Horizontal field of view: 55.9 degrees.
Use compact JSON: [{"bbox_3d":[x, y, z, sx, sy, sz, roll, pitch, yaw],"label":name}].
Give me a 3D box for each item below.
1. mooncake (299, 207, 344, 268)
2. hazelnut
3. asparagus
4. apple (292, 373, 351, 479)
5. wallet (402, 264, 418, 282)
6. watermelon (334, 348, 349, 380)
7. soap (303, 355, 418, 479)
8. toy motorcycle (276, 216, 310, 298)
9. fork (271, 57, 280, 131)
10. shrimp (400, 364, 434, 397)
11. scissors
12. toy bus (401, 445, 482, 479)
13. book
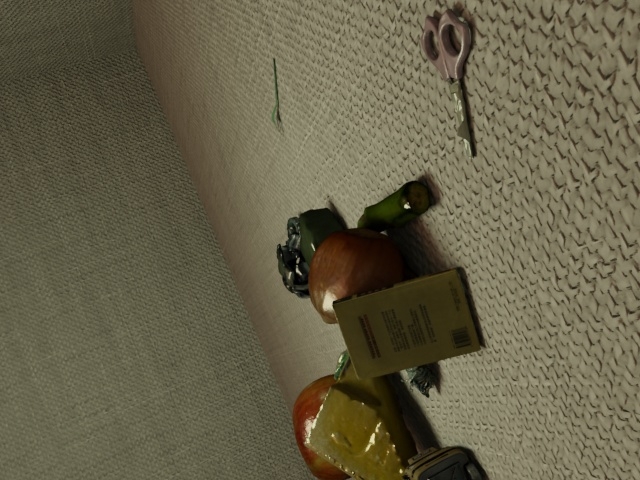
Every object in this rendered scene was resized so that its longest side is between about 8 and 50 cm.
[{"bbox_3d":[0.000,0.000,1.537,0.168,0.104,0.175,67,165,-5],"label":"mooncake"},{"bbox_3d":[0.064,0.072,1.188,0.176,0.214,0.214,35,165,-9],"label":"hazelnut"},{"bbox_3d":[0.133,-0.054,1.156,0.067,0.060,0.278,50,163,-5],"label":"asparagus"},{"bbox_3d":[0.070,0.524,1.728,0.301,0.302,0.301,56,158,35],"label":"apple"},{"bbox_3d":[0.154,0.105,1.315,0.161,0.042,0.195,44,147,40],"label":"wallet"},{"bbox_3d":[0.119,0.319,1.663,0.158,0.121,0.097,-29,-60,-64],"label":"watermelon"},{"bbox_3d":[0.178,0.449,1.482,0.339,0.304,0.169,27,-177,20],"label":"soap"},{"bbox_3d":[-0.061,0.067,1.799,0.159,0.106,0.270,47,142,42],"label":"toy motorcycle"},{"bbox_3d":[-0.123,-0.374,1.596,0.039,0.021,0.235,50,155,38],"label":"fork"},{"bbox_3d":[0.206,0.269,1.297,0.082,0.076,0.174,-98,-1,-55],"label":"shrimp"},{"bbox_3d":[0.190,-0.216,0.859,0.110,0.021,0.212,-152,44,-67],"label":"scissors"},{"bbox_3d":[0.294,0.595,1.312,0.289,0.139,0.157,65,167,0],"label":"toy bus"},{"bbox_3d":[0.153,0.154,1.081,0.026,0.231,0.161,-65,-42,-74],"label":"book"}]
